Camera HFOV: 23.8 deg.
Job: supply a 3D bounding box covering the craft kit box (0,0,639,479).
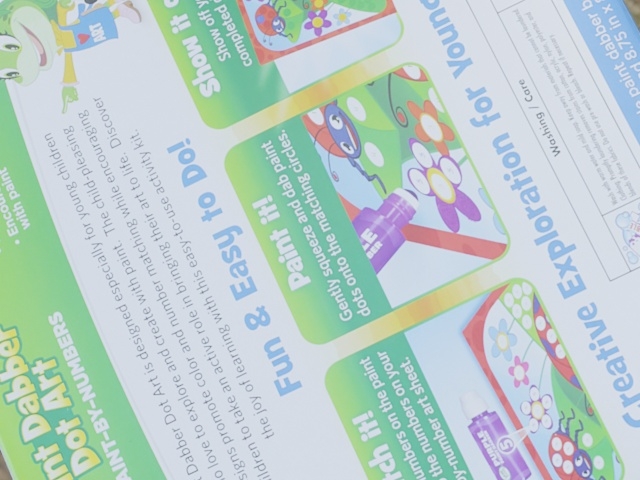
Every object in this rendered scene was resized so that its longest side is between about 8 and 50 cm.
[{"bbox_3d":[0.000,0.000,0.510,0.061,0.247,0.249,66,179,-78],"label":"craft kit box"}]
